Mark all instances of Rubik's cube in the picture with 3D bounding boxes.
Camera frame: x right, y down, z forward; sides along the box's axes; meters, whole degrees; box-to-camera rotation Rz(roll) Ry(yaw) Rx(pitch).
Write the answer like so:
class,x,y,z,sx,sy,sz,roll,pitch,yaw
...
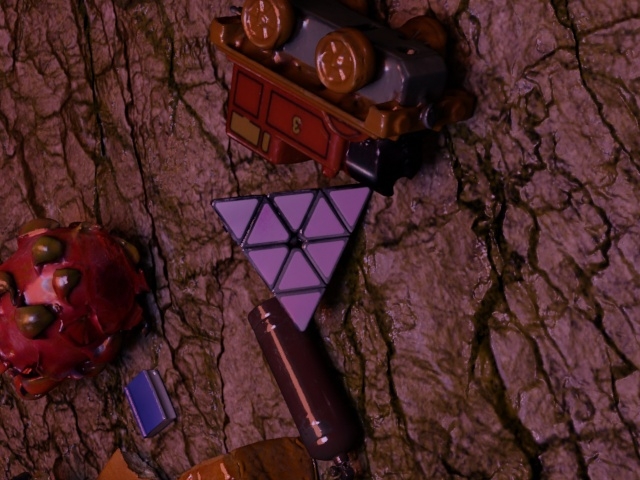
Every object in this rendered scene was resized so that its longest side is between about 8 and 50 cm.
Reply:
class,x,y,z,sx,sy,sz,roll,pitch,yaw
Rubik's cube,0.000,0.000,1.800,0.178,0.211,0.190,-29,82,10

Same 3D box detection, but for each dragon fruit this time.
class,x,y,z,sx,sy,sz,roll,pitch,yaw
dragon fruit,-0.388,0.111,2.069,0.243,0.228,0.307,21,108,46

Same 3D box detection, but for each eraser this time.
class,x,y,z,sx,sy,sz,roll,pitch,yaw
eraser,-0.252,0.240,2.077,0.063,0.027,0.084,-42,65,37

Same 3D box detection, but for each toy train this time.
class,x,y,z,sx,sy,sz,roll,pitch,yaw
toy train,0.006,-0.192,1.740,0.369,0.163,0.231,33,126,37

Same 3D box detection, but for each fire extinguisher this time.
class,x,y,z,sx,sy,sz,roll,pitch,yaw
fire extinguisher,-0.013,0.204,1.829,0.267,0.072,0.089,64,154,20

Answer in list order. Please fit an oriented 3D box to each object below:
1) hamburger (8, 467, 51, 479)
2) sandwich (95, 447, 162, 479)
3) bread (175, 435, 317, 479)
class,x,y,z,sx,sy,sz,roll,pitch,yaw
hamburger,-0.431,0.508,2.109,0.309,0.211,0.132,52,151,18
sandwich,-0.263,0.409,2.071,0.162,0.058,0.193,-52,59,30
bread,-0.091,0.348,1.845,0.149,0.158,0.143,-30,70,35
